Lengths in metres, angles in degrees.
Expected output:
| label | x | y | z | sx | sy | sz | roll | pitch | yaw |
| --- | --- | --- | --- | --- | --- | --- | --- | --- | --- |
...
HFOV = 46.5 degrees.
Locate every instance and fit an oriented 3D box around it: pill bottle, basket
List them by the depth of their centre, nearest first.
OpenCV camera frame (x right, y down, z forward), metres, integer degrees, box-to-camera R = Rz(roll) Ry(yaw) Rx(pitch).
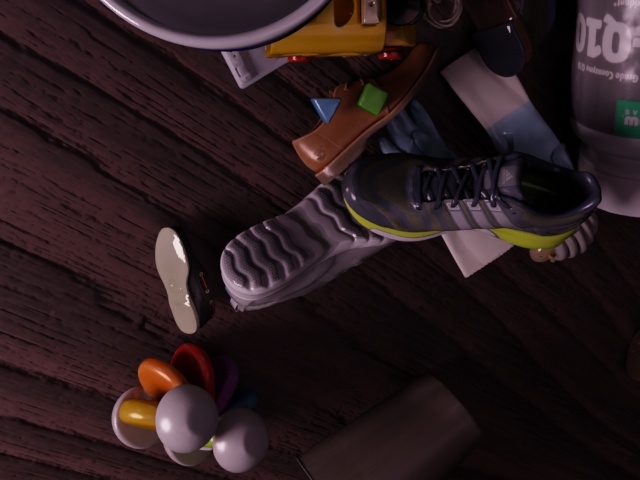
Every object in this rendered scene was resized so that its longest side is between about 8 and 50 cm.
| label | x | y | z | sx | sy | sz | roll | pitch | yaw |
| --- | --- | --- | --- | --- | --- | --- | --- | --- | --- |
| pill bottle | 0.419 | -0.225 | 0.926 | 0.204 | 0.204 | 0.360 | -18 | 120 | -18 |
| basket | 0.108 | 0.309 | 1.072 | 0.227 | 0.154 | 0.204 | -39 | 123 | -9 |

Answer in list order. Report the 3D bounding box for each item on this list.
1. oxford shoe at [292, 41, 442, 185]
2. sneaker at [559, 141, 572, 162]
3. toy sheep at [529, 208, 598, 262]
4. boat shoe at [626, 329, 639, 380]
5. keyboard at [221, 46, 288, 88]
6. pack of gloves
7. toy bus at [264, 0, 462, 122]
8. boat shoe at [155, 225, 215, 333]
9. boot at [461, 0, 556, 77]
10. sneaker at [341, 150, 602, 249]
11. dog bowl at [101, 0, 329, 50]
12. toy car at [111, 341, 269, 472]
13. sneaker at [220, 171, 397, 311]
| label | x | y | z | sx | sy | sz | roll | pitch | yaw |
| --- | --- | --- | --- | --- | --- | --- | --- | --- | --- |
| oxford shoe | 0.055 | -0.163 | 0.857 | 0.212 | 0.076 | 0.076 | -45 | 96 | -7 |
| sneaker | 0.239 | -0.068 | 0.997 | 0.235 | 0.090 | 0.094 | -15 | 108 | -24 |
| toy sheep | 0.354 | -0.016 | 1.072 | 0.132 | 0.091 | 0.091 | -43 | 126 | -7 |
| boat shoe | 0.595 | 0.167 | 1.297 | 0.060 | 0.064 | 0.177 | 10 | 107 | -28 |
| keyboard | -0.106 | -0.278 | 0.751 | 0.072 | 0.014 | 0.256 | -36 | 125 | -13 |
| pack of gloves | 0.194 | -0.103 | 0.935 | 0.195 | 0.046 | 0.232 | -34 | 93 | -5 |
| toy bus | 0.035 | -0.233 | 0.752 | 0.191 | 0.104 | 0.202 | 41 | 92 | -14 |
| boat shoe | -0.157 | 0.042 | 0.867 | 0.042 | 0.049 | 0.132 | -37 | 123 | -48 |
| boot | 0.213 | -0.314 | 0.874 | 0.106 | 0.082 | 0.219 | -41 | 121 | -34 |
| sneaker | 0.173 | -0.061 | 0.840 | 0.300 | 0.121 | 0.111 | 2 | 73 | -9 |
| dog bowl | -0.088 | -0.295 | 0.629 | 0.265 | 0.104 | 0.264 | 0 | 101 | -2 |
| toy car | -0.149 | 0.197 | 0.902 | 0.182 | 0.159 | 0.136 | 33 | 60 | -35 |
| sneaker | 0.000 | 0.000 | 0.911 | 0.281 | 0.105 | 0.115 | -22 | 158 | -23 |
